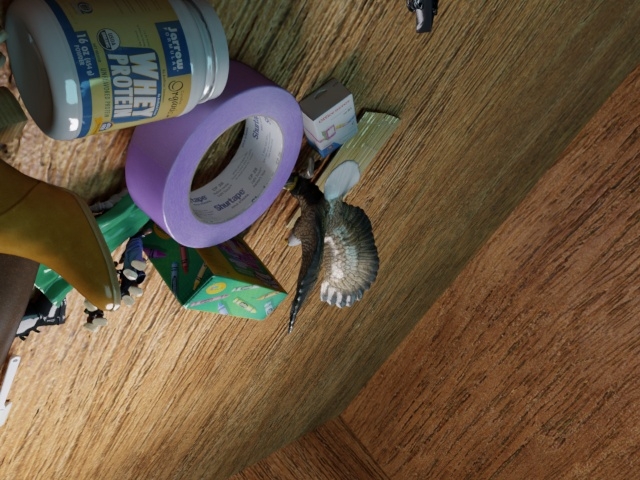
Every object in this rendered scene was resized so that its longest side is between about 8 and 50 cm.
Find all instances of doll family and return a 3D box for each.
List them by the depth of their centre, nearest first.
[{"bbox_3d":[-0.331,0.053,0.954,0.193,0.111,0.076,-33,124,10],"label":"doll family"}]

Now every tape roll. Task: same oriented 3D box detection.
[{"bbox_3d":[-0.151,-0.125,0.885,0.274,0.090,0.275,-40,154,-24],"label":"tape roll"}]

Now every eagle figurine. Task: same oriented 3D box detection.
[{"bbox_3d":[-0.003,0.002,1.140,0.226,0.299,0.225,-19,174,-6],"label":"eagle figurine"}]

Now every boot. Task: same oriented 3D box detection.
[{"bbox_3d":[-0.359,-0.013,0.594,0.211,0.295,0.104,-32,-179,-39],"label":"boot"},{"bbox_3d":[-0.459,0.109,0.931,0.099,0.045,0.121,-15,144,-35],"label":"boot"}]

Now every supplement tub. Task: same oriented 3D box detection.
[{"bbox_3d":[-0.217,-0.198,0.645,0.199,0.144,0.144,-23,150,-35],"label":"supplement tub"}]

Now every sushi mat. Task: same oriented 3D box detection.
[{"bbox_3d":[0.050,-0.150,1.284,0.151,0.019,0.317,-2,134,-54],"label":"sushi mat"}]

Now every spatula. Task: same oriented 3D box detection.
[{"bbox_3d":[-0.614,0.283,1.023,0.168,0.019,0.242,-5,136,-46],"label":"spatula"}]

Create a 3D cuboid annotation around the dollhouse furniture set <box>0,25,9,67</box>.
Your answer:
[{"bbox_3d":[-0.355,-0.192,0.487,0.123,0.144,0.151,-41,142,-13],"label":"dollhouse furniture set"}]

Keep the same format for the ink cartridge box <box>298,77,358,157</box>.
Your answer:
[{"bbox_3d":[0.015,-0.221,1.072,0.088,0.052,0.122,-38,155,-8],"label":"ink cartridge box"}]

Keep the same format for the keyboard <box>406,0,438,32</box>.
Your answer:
[{"bbox_3d":[0.149,-0.424,0.806,0.317,0.033,0.202,73,33,-57],"label":"keyboard"}]

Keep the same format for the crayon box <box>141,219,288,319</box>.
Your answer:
[{"bbox_3d":[-0.189,0.052,1.085,0.081,0.165,0.278,-45,156,8],"label":"crayon box"}]

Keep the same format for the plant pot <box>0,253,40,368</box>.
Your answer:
[{"bbox_3d":[-0.440,0.056,0.700,0.230,0.215,0.215,-56,156,-3],"label":"plant pot"}]

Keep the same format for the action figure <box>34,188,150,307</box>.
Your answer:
[{"bbox_3d":[-0.333,-0.014,0.884,0.232,0.063,0.137,-41,156,-20],"label":"action figure"}]
